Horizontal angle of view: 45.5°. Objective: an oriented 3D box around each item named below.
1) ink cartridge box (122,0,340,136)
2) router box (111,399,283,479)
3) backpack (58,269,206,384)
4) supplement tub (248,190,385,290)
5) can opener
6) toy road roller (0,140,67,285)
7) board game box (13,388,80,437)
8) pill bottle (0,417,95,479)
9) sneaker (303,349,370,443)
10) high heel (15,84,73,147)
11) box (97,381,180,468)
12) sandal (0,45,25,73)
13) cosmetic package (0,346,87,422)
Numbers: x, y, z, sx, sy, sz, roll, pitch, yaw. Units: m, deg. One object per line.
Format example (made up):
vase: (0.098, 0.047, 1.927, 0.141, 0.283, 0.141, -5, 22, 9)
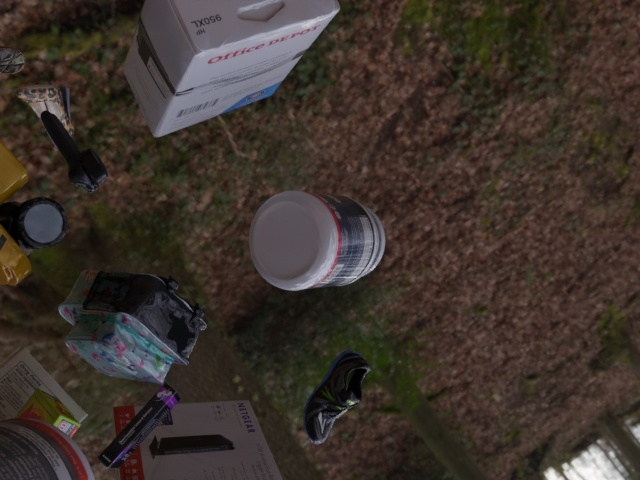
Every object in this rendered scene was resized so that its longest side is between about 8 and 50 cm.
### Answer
ink cartridge box: (-0.180, -0.368, 1.409, 0.285, 0.166, 0.395, -26, 179, -25)
router box: (-0.259, 0.445, 1.542, 0.301, 0.082, 0.335, 1, -162, -19)
backpack: (-0.381, 0.161, 1.482, 0.253, 0.225, 0.191, 8, -121, 38)
supplement tub: (0.000, 0.000, 1.539, 0.191, 0.191, 0.272, -38, 163, 23)
can opener: (-0.482, -0.173, 1.479, 0.073, 0.186, 0.059, -36, 170, -9)
toy road roller: (-0.643, -0.053, 1.360, 0.202, 0.329, 0.240, -2, -142, 48)
board game box: (-0.445, 0.322, 1.133, 0.092, 0.043, 0.181, 24, -105, 46)
pill bottle: (-0.418, 0.318, 0.791, 0.210, 0.210, 0.363, -38, 167, 13)
sneaker: (0.031, 0.297, 1.435, 0.078, 0.067, 0.188, 24, -98, 48)
high heel: (-0.781, -0.347, 2.169, 0.093, 0.186, 0.261, 3, -172, 11)
box: (-0.305, 0.316, 1.296, 0.162, 0.029, 0.116, -49, 174, -18)
sandal: (-0.690, -0.374, 1.531, 0.180, 0.049, 0.072, 0, 121, -33)
cosmetic package: (-0.547, 0.336, 1.228, 0.309, 0.160, 0.113, -42, -178, -22)
